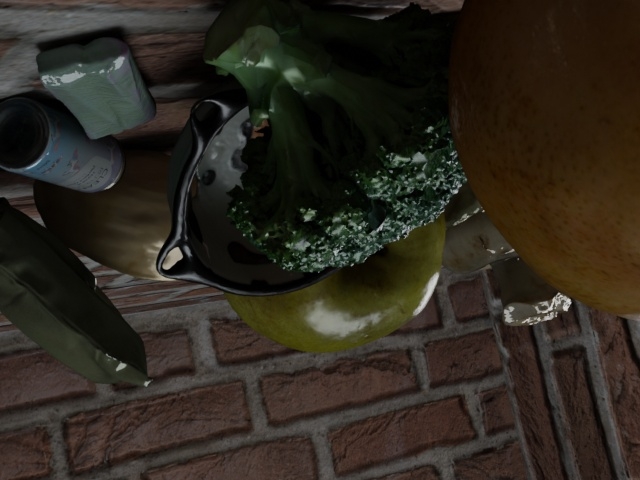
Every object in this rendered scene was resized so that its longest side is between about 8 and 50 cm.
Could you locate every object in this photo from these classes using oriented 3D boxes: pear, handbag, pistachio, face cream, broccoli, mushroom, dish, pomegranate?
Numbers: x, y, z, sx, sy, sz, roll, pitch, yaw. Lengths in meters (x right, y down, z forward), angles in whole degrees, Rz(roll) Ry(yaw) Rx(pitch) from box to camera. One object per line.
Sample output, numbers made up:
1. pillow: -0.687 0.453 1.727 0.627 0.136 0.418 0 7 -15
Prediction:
1. pear: 0.000 0.000 1.628 0.304 0.303 0.304 -12 173 -2
2. handbag: -0.325 0.058 1.468 0.109 0.253 0.316 -44 -160 -8
3. pistachio: -0.229 -0.033 1.499 0.230 0.157 0.157 13 169 -7
4. face cream: -0.264 -0.093 1.296 0.075 0.075 0.229 -14 173 12
5. broccoli: 0.012 -0.103 1.075 0.270 0.270 0.270 -18 135 38
6. mushroom: 0.350 0.011 2.264 0.298 0.290 0.297 -11 172 -2
7. dish: -0.052 -0.082 1.304 0.303 0.120 0.303 -18 131 -22
8. pomegranate: 0.303 -0.102 0.920 0.417 0.416 0.416 -12 173 -2

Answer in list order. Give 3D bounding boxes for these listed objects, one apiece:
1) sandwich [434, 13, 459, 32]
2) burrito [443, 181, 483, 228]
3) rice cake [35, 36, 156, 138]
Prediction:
1. sandwich: 0.133 -0.210 1.258 0.101 0.026 0.069 -5 175 -25
2. burrito: 0.208 -0.080 1.950 0.332 0.135 0.190 -22 177 38
3. rice cake: -0.201 -0.141 1.161 0.080 0.042 0.222 -16 172 -2
